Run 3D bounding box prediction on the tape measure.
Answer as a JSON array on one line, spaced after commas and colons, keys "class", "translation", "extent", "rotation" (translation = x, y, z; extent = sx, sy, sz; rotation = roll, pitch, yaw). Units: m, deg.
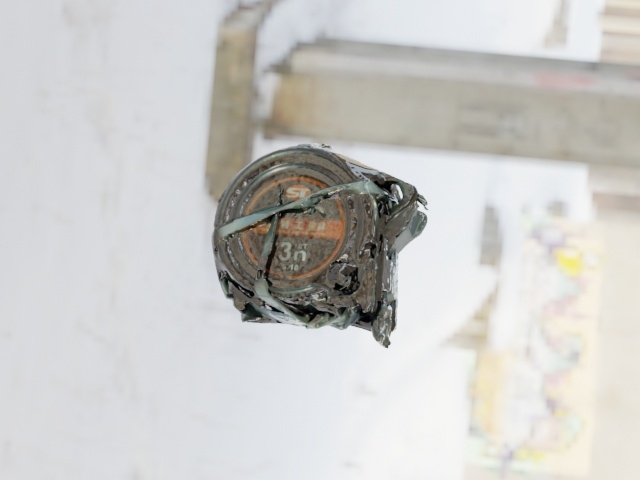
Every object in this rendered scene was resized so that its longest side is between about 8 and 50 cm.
[{"class": "tape measure", "translation": [-0.002, -0.001, 0.929], "extent": [0.054, 0.094, 0.091], "rotation": [52, 54, -67]}]
